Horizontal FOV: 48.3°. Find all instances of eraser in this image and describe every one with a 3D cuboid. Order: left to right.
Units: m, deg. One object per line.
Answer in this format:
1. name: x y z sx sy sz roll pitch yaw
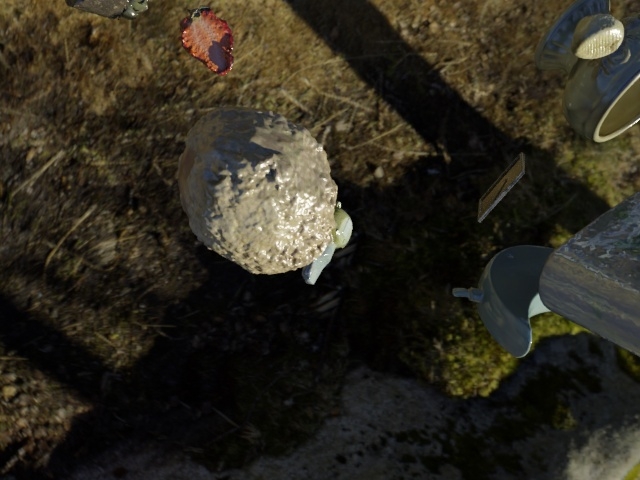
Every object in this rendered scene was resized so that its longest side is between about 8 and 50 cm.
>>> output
1. eraser: 0.318 0.042 0.576 0.174 0.227 0.081 -29 120 -18

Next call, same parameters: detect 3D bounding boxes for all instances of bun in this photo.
1. bun: 0.453 -0.340 1.174 0.086 0.086 0.055 6 64 -27

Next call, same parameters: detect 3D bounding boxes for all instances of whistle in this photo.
1. whistle: 0.000 0.000 1.762 0.122 0.123 0.223 30 71 -21

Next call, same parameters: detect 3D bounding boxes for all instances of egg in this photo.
1. egg: -0.110 -0.087 1.234 0.310 0.279 0.279 48 65 -25

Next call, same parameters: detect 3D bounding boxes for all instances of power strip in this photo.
1. power strip: 0.289 0.074 0.937 0.253 0.168 0.054 -4 128 -25

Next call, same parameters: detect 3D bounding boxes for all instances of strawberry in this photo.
1. strawberry: -0.227 -0.400 1.441 0.103 0.048 0.152 -25 91 -5

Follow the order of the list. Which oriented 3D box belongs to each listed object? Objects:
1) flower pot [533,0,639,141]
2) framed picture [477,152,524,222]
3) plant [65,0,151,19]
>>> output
1. flower pot: 0.634 -0.400 1.592 0.307 0.307 0.244 -26 63 -28
2. framed picture: 0.392 -0.116 1.552 0.011 0.149 0.109 34 32 -4
3. plant: -0.307 -0.372 1.039 0.092 0.094 0.143 47 30 15
